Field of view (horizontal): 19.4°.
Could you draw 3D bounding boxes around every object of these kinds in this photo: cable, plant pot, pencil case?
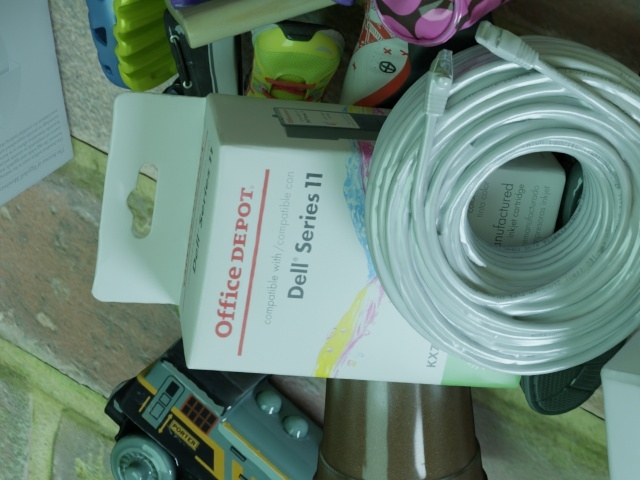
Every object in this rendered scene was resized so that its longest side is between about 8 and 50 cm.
[{"bbox_3d":[0.157,-0.028,1.429,0.257,0.089,0.257,19,108,-17],"label":"cable"},{"bbox_3d":[0.073,0.154,1.724,0.167,0.167,0.165,13,116,32],"label":"plant pot"},{"bbox_3d":[0.126,-0.231,1.384,0.095,0.209,0.098,27,142,31],"label":"pencil case"}]

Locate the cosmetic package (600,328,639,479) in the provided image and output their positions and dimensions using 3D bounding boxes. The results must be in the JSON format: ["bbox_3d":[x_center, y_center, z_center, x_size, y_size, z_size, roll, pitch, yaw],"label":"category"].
[{"bbox_3d":[0.357,0.254,1.497,0.162,0.230,0.453,12,123,34],"label":"cosmetic package"}]

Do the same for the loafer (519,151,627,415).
[{"bbox_3d":[0.214,0.023,1.582,0.084,0.096,0.267,-120,30,-49],"label":"loafer"}]

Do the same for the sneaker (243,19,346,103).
[{"bbox_3d":[-0.028,-0.122,1.612,0.082,0.094,0.208,9,160,-3],"label":"sneaker"}]

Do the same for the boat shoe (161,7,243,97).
[{"bbox_3d":[-0.110,-0.128,1.693,0.076,0.080,0.228,2,145,1],"label":"boat shoe"}]

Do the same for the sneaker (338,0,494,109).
[{"bbox_3d":[0.072,-0.188,1.553,0.270,0.090,0.145,131,133,-69],"label":"sneaker"}]

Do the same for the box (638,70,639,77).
[{"bbox_3d":[0.308,-0.133,1.423,0.114,0.036,0.207,34,133,18],"label":"box"}]

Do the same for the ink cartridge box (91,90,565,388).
[{"bbox_3d":[0.000,0.000,1.528,0.354,0.119,0.207,4,115,-11],"label":"ink cartridge box"}]

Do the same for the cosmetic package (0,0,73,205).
[{"bbox_3d":[-0.376,-0.143,1.834,0.138,0.224,0.224,14,125,32],"label":"cosmetic package"}]

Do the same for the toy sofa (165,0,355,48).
[{"bbox_3d":[-0.084,-0.343,1.468,0.177,0.150,0.362,-127,20,-65],"label":"toy sofa"}]

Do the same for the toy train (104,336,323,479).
[{"bbox_3d":[-0.071,0.236,1.906,0.334,0.142,0.190,42,126,9],"label":"toy train"}]

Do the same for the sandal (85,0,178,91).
[{"bbox_3d":[-0.174,-0.287,1.664,0.138,0.126,0.317,20,121,37],"label":"sandal"}]
